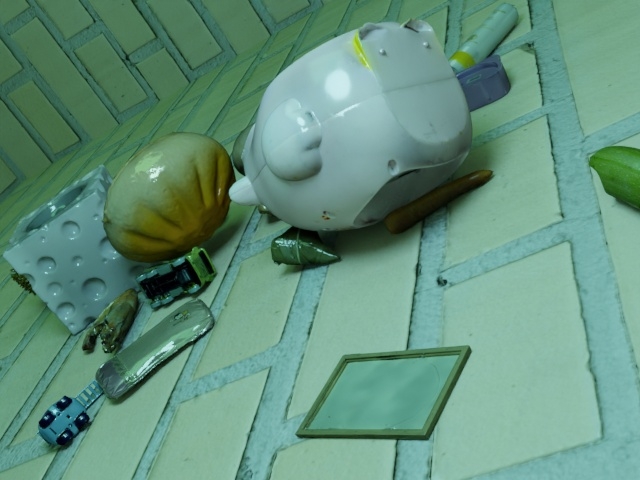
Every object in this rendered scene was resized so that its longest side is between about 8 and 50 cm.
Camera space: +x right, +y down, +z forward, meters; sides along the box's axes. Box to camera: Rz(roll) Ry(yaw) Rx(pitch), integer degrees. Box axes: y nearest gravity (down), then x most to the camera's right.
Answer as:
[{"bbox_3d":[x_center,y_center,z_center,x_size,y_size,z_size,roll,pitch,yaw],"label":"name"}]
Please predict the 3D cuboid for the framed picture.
[{"bbox_3d":[0.073,0.182,0.986,0.200,0.010,0.136,-13,32,43],"label":"framed picture"}]

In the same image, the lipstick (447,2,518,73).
[{"bbox_3d":[0.340,-0.417,1.754,0.059,0.059,0.264,-5,36,50],"label":"lipstick"}]

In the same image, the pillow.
[{"bbox_3d":[-0.289,0.186,1.438,0.232,0.038,0.130,-38,28,-13],"label":"pillow"}]

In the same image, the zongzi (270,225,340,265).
[{"bbox_3d":[0.000,0.000,1.428,0.130,0.062,0.154,2,21,24],"label":"zongzi"}]

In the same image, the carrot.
[{"bbox_3d":[0.185,-0.067,1.296,0.190,0.037,0.037,-31,23,6],"label":"carrot"}]

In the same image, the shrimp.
[{"bbox_3d":[-0.424,0.176,1.644,0.143,0.052,0.251,-42,14,9],"label":"shrimp"}]

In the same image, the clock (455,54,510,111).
[{"bbox_3d":[0.291,-0.293,1.583,0.152,0.050,0.110,-20,26,30],"label":"clock"}]

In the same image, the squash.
[{"bbox_3d":[0.391,-0.067,0.972,0.069,0.069,0.239,-34,22,0],"label":"squash"}]

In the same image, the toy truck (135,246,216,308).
[{"bbox_3d":[-0.281,0.067,1.623,0.169,0.077,0.100,-22,12,35],"label":"toy truck"}]

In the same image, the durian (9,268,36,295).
[{"bbox_3d":[-0.655,0.056,2.074,0.237,0.138,0.193,-18,24,42],"label":"durian"}]

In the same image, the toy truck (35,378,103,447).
[{"bbox_3d":[-0.417,0.287,1.393,0.136,0.063,0.074,-45,5,-31],"label":"toy truck"}]

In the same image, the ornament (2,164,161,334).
[{"bbox_3d":[-0.517,0.014,1.836,0.239,0.240,0.240,-34,22,3],"label":"ornament"}]

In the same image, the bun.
[{"bbox_3d":[-0.283,-0.063,1.637,0.299,0.299,0.165,-42,67,-18],"label":"bun"}]

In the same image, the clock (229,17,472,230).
[{"bbox_3d":[0.049,-0.149,1.331,0.368,0.251,0.376,-20,-8,-42],"label":"clock"}]

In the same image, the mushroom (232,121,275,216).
[{"bbox_3d":[-0.085,-0.141,1.662,0.204,0.204,0.204,-29,23,14],"label":"mushroom"}]
